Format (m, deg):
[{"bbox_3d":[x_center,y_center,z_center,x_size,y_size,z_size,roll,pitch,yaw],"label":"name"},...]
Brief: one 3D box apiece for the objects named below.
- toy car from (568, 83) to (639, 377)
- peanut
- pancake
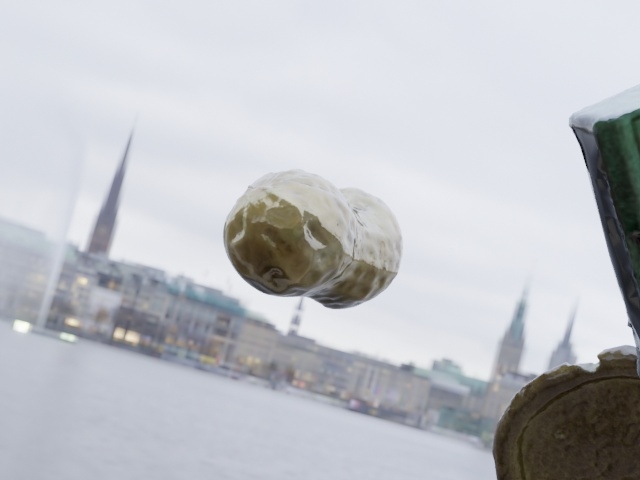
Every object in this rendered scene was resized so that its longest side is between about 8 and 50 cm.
[{"bbox_3d":[0.262,-0.055,0.569,0.321,0.141,0.097,-23,15,-17],"label":"toy car"},{"bbox_3d":[0.000,0.000,0.955,0.098,0.103,0.229,-1,-7,25],"label":"peanut"},{"bbox_3d":[0.217,0.161,0.852,0.199,0.199,0.021,13,22,14],"label":"pancake"}]
